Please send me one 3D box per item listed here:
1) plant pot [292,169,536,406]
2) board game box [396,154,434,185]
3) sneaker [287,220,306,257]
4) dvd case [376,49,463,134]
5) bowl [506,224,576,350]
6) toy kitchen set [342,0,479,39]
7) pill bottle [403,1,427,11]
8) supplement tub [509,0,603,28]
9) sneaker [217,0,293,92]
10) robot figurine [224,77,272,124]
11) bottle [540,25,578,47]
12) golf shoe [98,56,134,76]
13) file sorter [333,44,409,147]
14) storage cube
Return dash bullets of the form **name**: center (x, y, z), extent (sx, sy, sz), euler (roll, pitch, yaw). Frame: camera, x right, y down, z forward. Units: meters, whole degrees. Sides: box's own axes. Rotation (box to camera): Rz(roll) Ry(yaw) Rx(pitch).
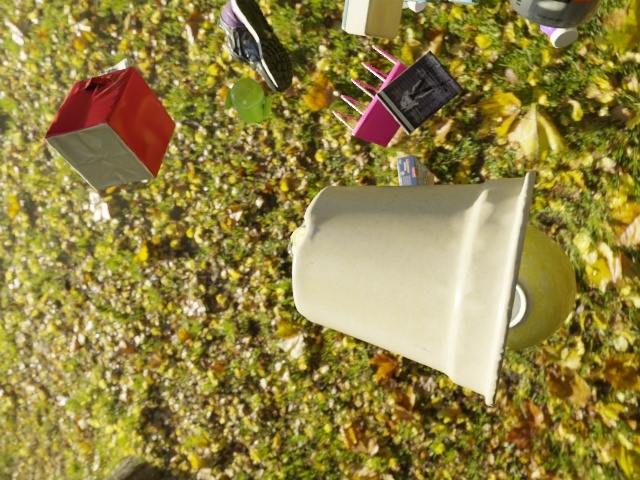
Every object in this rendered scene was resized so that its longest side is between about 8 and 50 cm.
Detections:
- **plant pot**: center (0.137, 0.043, 0.787), extent (0.306, 0.334, 0.333), euler (10, 108, 20)
- **board game box**: center (0.318, -0.163, 1.672), extent (0.060, 0.194, 0.194), euler (-9, 86, 30)
- **sneaker**: center (0.000, 0.000, 1.378), extent (0.145, 0.384, 0.147), euler (14, 98, -11)
- **dvd case**: center (0.310, -0.463, 1.626), extent (0.221, 0.018, 0.164), euler (-40, 88, -1)
- **bowl**: center (0.380, 0.112, 1.092), extent (0.290, 0.156, 0.289), euler (5, 101, 24)
- **toy kitchen set**: center (0.090, -0.323, 0.664), extent (0.166, 0.207, 0.122), euler (33, 122, 46)
- **pill bottle**: center (0.273, -0.847, 1.734), extent (0.187, 0.112, 0.112), euler (43, 121, 20)
- **supplement tub**: center (0.529, -0.626, 1.042), extent (0.207, 0.207, 0.338), euler (37, 155, 19)
- **sneaker**: center (-0.177, -0.508, 1.396), extent (0.124, 0.107, 0.283), euler (-28, 87, 40)
- **robot figurine**: center (-0.146, -0.287, 1.068), extent (0.101, 0.115, 0.067), euler (17, 74, 13)
- **bottle**: center (0.650, -0.677, 1.469), extent (0.092, 0.118, 0.282), euler (-5, 69, -7)
- **golf shoe**: center (-0.564, -0.452, 1.435), extent (0.176, 0.086, 0.069), euler (-8, 100, 56)
- **file sorter**: center (0.212, -0.529, 1.902), extent (0.182, 0.202, 0.290), euler (50, 117, 32)
- **storage cube**: center (-0.491, -0.261, 1.233), extent (0.184, 0.193, 0.215), euler (-8, 143, 18)
